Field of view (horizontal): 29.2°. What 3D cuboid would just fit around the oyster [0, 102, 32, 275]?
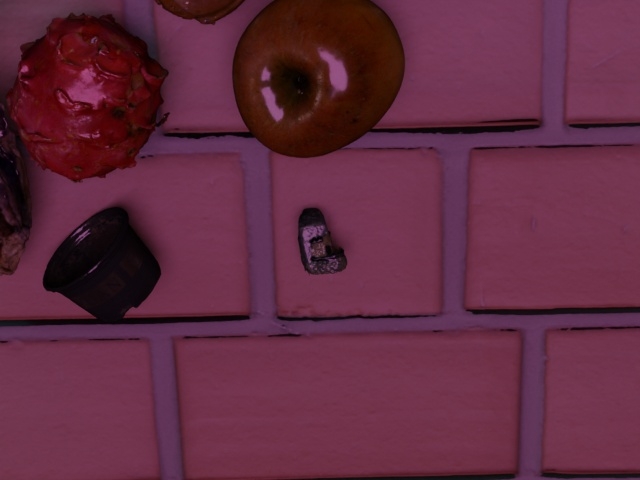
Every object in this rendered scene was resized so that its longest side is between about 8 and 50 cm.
[{"bbox_3d":[-0.493,-0.090,1.685,0.271,0.100,0.275,44,140,0],"label":"oyster"}]

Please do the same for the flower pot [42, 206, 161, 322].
[{"bbox_3d":[-0.304,0.043,1.758,0.157,0.157,0.107,-36,117,12],"label":"flower pot"}]

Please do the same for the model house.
[{"bbox_3d":[0.000,0.000,1.776,0.066,0.079,0.083,-10,109,1],"label":"model house"}]

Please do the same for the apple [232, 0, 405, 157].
[{"bbox_3d":[0.001,-0.226,1.645,0.237,0.207,0.237,6,110,18],"label":"apple"}]

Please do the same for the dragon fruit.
[{"bbox_3d":[-0.320,-0.176,1.653,0.205,0.210,0.268,42,143,17],"label":"dragon fruit"}]

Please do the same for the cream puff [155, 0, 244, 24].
[{"bbox_3d":[-0.158,-0.370,1.621,0.165,0.115,0.150,-33,114,1],"label":"cream puff"}]
